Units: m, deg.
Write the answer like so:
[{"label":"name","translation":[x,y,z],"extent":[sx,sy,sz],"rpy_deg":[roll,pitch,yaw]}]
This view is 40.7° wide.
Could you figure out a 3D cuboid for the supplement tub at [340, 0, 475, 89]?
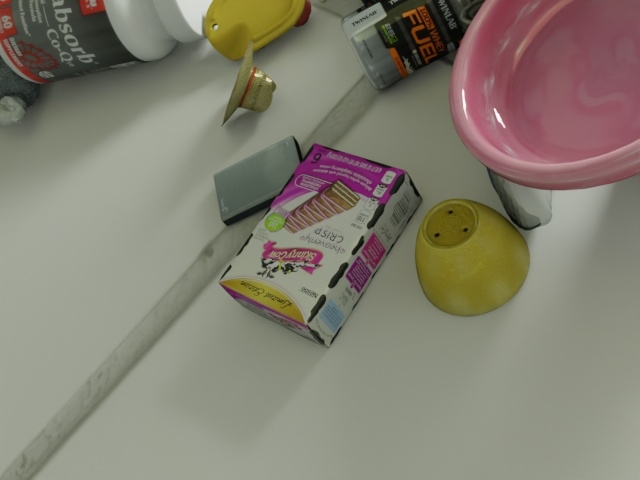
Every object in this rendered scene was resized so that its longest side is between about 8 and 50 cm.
[{"label":"supplement tub","translation":[0.135,-0.303,1.203],"extent":[0.190,0.117,0.117],"rpy_deg":[-28,49,10]}]

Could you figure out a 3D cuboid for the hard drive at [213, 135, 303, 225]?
[{"label":"hard drive","translation":[-0.087,-0.086,1.238],"extent":[0.135,0.022,0.094],"rpy_deg":[-25,50,12]}]

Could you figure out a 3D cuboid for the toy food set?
[{"label":"toy food set","translation":[-0.081,-0.375,1.415],"extent":[0.217,0.071,0.128],"rpy_deg":[-29,73,11]}]

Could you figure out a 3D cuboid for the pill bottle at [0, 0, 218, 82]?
[{"label":"pill bottle","translation":[-0.369,-0.402,1.486],"extent":[0.362,0.210,0.210],"rpy_deg":[-7,56,22]}]

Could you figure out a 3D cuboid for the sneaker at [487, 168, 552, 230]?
[{"label":"sneaker","translation":[0.257,-0.146,1.037],"extent":[0.129,0.111,0.297],"rpy_deg":[-9,55,18]}]

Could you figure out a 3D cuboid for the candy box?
[{"label":"candy box","translation":[0.000,0.000,1.098],"extent":[0.159,0.071,0.233],"rpy_deg":[21,71,37]}]

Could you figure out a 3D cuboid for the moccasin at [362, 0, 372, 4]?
[{"label":"moccasin","translation":[0.080,-0.481,1.356],"extent":[0.137,0.117,0.342],"rpy_deg":[-23,50,13]}]

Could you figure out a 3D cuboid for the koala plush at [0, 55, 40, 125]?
[{"label":"koala plush","translation":[-0.620,-0.292,1.603],"extent":[0.221,0.203,0.196],"rpy_deg":[4,46,8]}]

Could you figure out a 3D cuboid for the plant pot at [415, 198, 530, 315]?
[{"label":"plant pot","translation":[0.162,0.005,0.988],"extent":[0.134,0.095,0.134],"rpy_deg":[-15,52,20]}]

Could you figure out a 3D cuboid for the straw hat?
[{"label":"straw hat","translation":[-0.101,-0.229,1.312],"extent":[0.061,0.144,0.145],"rpy_deg":[20,63,-7]}]

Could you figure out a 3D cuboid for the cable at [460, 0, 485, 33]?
[{"label":"cable","translation":[0.309,-0.353,1.132],"extent":[0.287,0.072,0.139],"rpy_deg":[-15,47,-6]}]

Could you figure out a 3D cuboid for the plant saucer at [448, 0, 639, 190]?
[{"label":"plant saucer","translation":[0.294,-0.191,0.891],"extent":[0.332,0.084,0.332],"rpy_deg":[-23,51,32]}]
